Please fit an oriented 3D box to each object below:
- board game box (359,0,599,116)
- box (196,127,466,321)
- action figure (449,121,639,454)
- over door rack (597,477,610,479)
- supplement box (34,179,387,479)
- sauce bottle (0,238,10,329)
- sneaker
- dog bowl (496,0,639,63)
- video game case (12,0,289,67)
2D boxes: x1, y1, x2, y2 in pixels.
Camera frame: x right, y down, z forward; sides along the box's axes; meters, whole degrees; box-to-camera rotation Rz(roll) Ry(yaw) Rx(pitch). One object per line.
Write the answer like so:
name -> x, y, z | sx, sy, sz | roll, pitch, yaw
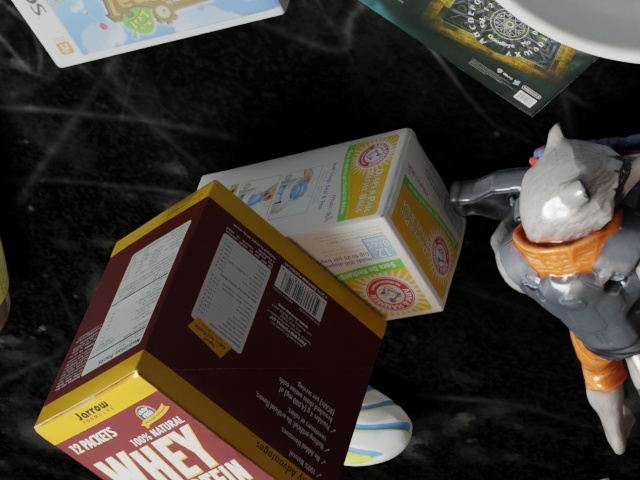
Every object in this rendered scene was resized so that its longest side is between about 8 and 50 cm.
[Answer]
board game box -> 0.116, -0.176, 1.191 | 0.186, 0.026, 0.126 | 32, 137, -15
box -> 0.000, 0.000, 1.366 | 0.203, 0.103, 0.114 | -12, 131, 30
action figure -> 0.268, 0.033, 1.247 | 0.341, 0.178, 0.330 | -13, 136, 37
over door rack -> 0.391, 0.306, 1.524 | 0.239, 0.108, 0.324 | -16, 117, 9
supplement box -> -0.077, 0.101, 1.277 | 0.191, 0.194, 0.129 | 40, 135, -22
sauce bottle -> -0.338, -0.050, 1.433 | 0.111, 0.111, 0.344 | 9, 137, 10
sneaker -> -0.025, 0.121, 1.518 | 0.240, 0.091, 0.126 | 18, 138, 2
dog bowl -> 0.210, -0.239, 1.028 | 0.265, 0.104, 0.265 | 11, 139, 9
video game case -> -0.156, -0.222, 1.240 | 0.212, 0.023, 0.193 | -10, 132, 28
